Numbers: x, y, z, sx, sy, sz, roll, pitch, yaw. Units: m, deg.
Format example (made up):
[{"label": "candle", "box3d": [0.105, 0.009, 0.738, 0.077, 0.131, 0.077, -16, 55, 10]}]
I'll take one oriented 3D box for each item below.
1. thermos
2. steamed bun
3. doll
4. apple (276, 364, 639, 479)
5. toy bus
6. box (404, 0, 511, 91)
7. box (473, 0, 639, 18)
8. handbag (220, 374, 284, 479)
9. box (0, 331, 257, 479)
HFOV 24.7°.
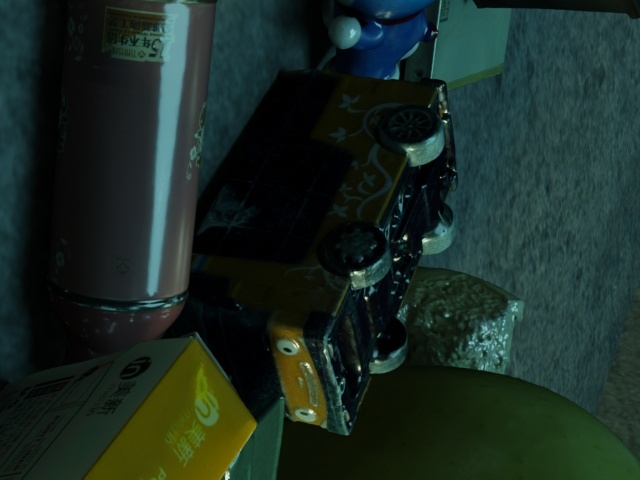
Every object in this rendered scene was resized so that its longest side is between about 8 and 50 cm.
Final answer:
[{"label": "thermos", "box3d": [-0.154, -0.035, 1.104, 0.109, 0.136, 0.330, -4, 108, -38]}, {"label": "steamed bun", "box3d": [0.126, 0.160, 1.733, 0.170, 0.200, 0.225, -32, 131, -43]}, {"label": "doll", "box3d": [0.053, -0.263, 1.414, 0.257, 0.161, 0.215, 102, 2, -49]}, {"label": "apple", "box3d": [0.137, 0.346, 1.517, 0.473, 0.474, 0.473, -45, 141, -52]}, {"label": "toy bus", "box3d": [0.000, 0.000, 1.348, 0.162, 0.194, 0.323, 77, 31, -47]}, {"label": "box", "box3d": [0.175, -0.287, 1.789, 0.270, 0.045, 0.210, -29, 128, -60]}, {"label": "box", "box3d": [0.263, -0.457, 1.627, 0.251, 0.204, 0.345, 44, 55, -59]}, {"label": "handbag", "box3d": [-0.131, 0.278, 1.130, 0.326, 0.089, 0.238, -53, 159, -51]}, {"label": "box", "box3d": [-0.194, 0.189, 0.960, 0.091, 0.221, 0.274, 57, 44, -20]}]
